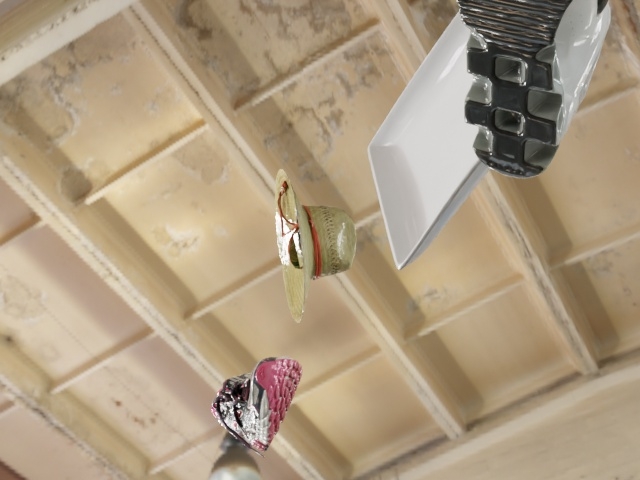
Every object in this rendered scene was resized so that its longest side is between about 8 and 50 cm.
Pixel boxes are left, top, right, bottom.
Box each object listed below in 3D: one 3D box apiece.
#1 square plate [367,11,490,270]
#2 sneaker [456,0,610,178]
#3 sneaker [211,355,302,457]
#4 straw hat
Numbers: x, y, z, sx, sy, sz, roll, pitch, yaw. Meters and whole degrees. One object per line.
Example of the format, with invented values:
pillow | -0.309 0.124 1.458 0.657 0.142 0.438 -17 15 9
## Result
square plate | 0.195 -0.175 1.248 0.049 0.344 0.347 23 -58 -21
sneaker | 0.201 -0.225 0.748 0.122 0.146 0.330 26 -35 25
sneaker | -0.106 0.245 1.260 0.112 0.121 0.299 25 -28 0
straw hat | 0.000 0.000 0.756 0.061 0.144 0.144 -6 -52 -12
